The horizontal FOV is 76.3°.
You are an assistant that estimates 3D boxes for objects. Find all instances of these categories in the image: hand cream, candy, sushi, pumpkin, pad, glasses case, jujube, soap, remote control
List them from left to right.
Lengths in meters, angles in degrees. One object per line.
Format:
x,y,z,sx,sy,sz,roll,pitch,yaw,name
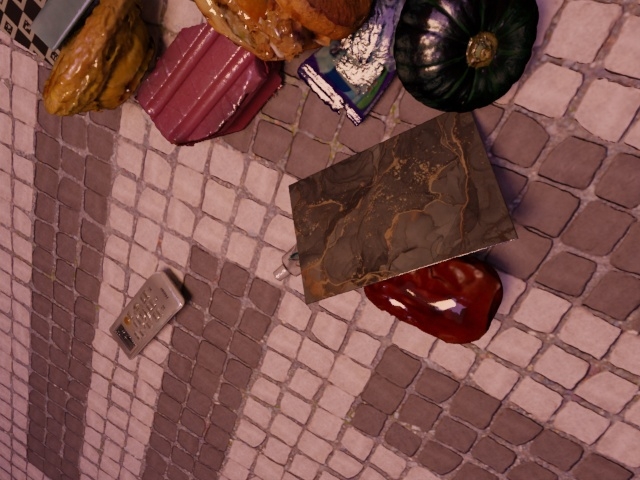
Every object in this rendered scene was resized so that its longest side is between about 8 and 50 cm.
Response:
-0.582,-0.533,0.859,0.193,0.043,0.279,35,122,4,sushi
-0.441,-0.485,0.764,0.266,0.105,0.056,-37,130,19,glasses case
-0.445,0.195,1.052,0.313,0.055,0.109,-42,83,32,remote control
-0.191,-0.295,0.747,0.289,0.112,0.182,-40,91,28,soap
0.001,-0.001,0.808,0.257,0.050,0.084,-43,91,21,hand cream
0.093,-0.327,0.651,0.145,0.070,0.275,43,114,-4,candy
0.106,-0.055,0.698,0.368,0.007,0.247,-21,67,27,pad
0.189,0.084,0.704,0.230,0.155,0.155,20,114,20,jujube
0.198,-0.276,0.563,0.202,0.140,0.201,-5,123,-7,pumpkin

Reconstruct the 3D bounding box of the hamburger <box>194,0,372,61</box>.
-0.051,-0.393,0.558,0.211,0.245,0.260,4,147,48,hamburger

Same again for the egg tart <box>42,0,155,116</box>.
-0.408,-0.346,0.772,0.294,0.294,0.123,-33,135,27,egg tart
